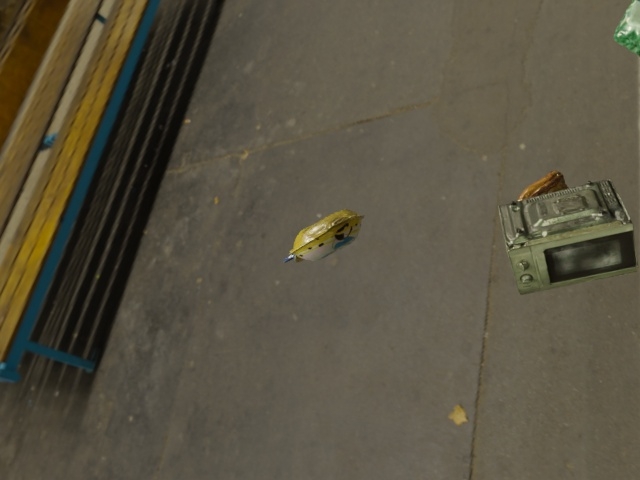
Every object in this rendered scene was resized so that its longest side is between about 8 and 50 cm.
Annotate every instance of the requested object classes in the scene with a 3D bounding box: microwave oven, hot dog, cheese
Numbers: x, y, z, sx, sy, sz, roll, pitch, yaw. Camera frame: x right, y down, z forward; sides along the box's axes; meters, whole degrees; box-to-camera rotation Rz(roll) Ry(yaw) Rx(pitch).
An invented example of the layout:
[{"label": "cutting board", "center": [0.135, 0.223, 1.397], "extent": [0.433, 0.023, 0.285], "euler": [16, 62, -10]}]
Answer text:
[{"label": "microwave oven", "center": [0.437, -0.012, 1.117], "extent": [0.205, 0.129, 0.163], "euler": [-15, 37, 17]}, {"label": "hot dog", "center": [0.508, -0.097, 1.402], "extent": [0.147, 0.099, 0.065], "euler": [-30, 15, -24]}, {"label": "cheese", "center": [0.000, 0.000, 1.143], "extent": [0.064, 0.157, 0.250], "euler": [64, 156, 3]}]

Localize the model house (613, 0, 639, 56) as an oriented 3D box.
[{"label": "model house", "center": [0.604, -0.427, 0.945], "extent": [0.194, 0.325, 0.267], "euler": [34, 102, 21]}]
